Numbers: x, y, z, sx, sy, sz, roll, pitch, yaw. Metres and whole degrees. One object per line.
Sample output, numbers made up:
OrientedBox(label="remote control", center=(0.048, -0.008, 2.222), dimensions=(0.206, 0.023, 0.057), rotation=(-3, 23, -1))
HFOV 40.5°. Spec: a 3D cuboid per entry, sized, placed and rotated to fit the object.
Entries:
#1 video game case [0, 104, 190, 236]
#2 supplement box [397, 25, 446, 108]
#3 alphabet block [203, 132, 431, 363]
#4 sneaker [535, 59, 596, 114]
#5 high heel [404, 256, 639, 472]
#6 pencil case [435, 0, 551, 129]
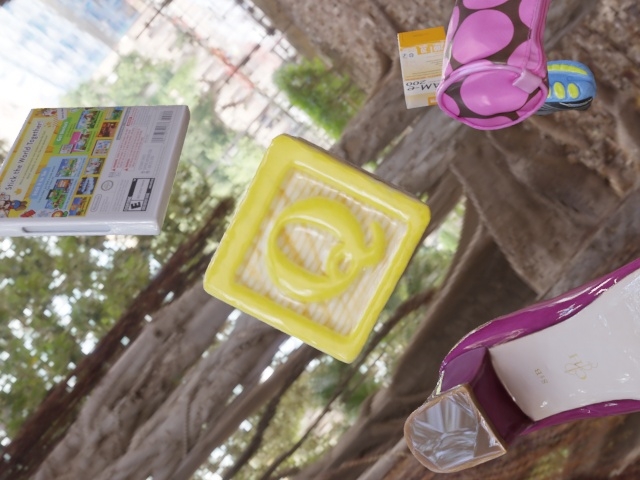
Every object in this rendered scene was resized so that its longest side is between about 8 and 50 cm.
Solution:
OrientedBox(label="video game case", center=(-0.272, -0.087, 1.025), dimensions=(0.227, 0.206, 0.026), rotation=(-87, -5, -47))
OrientedBox(label="supplement box", center=(0.137, -0.226, 1.136), dimensions=(0.036, 0.062, 0.098), rotation=(-92, -9, -45))
OrientedBox(label="alphabet block", center=(0.000, 0.000, 0.999), dimensions=(0.192, 0.193, 0.197), rotation=(25, -174, 1))
OrientedBox(label="sneaker", center=(0.230, -0.176, 1.024), dimensions=(0.188, 0.067, 0.078), rotation=(10, 164, 29))
OrientedBox(label="high heel", center=(0.238, 0.059, 0.628), dimensions=(0.181, 0.377, 0.127), rotation=(-28, -86, -55))
OrientedBox(label="pencil case", center=(0.157, -0.195, 0.701), dimensions=(0.098, 0.209, 0.095), rotation=(-7, 150, 43))
